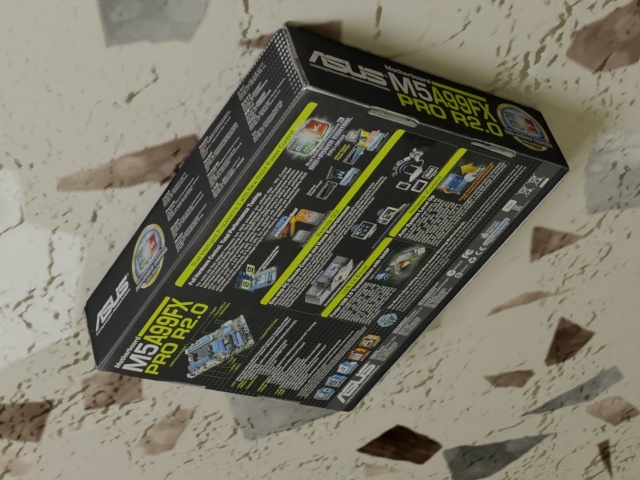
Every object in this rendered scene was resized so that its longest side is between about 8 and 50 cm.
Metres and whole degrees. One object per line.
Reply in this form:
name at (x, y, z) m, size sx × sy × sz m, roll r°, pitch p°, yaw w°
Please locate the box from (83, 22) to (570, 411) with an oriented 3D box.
box at (0.000, 0.000, 0.952) m, size 0.216 × 0.060 × 0.270 m, roll 14°, pitch 130°, yaw -33°
